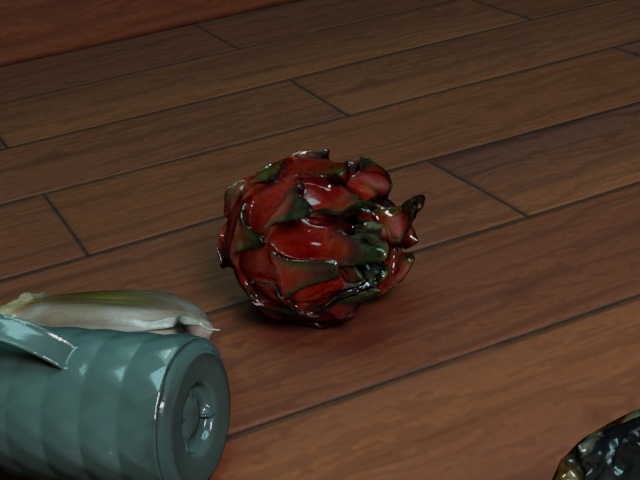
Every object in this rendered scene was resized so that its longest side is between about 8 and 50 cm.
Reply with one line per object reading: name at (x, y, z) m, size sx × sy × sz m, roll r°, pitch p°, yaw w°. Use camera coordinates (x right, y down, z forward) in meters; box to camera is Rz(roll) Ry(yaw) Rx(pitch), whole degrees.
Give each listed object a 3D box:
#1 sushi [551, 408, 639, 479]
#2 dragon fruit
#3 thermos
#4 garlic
sushi at (0.226, 0.216, 0.752) m, size 0.215 × 0.227 × 0.212 m, roll 9°, pitch -9°, yaw -44°
dragon fruit at (0.000, 0.000, 1.349) m, size 0.192 × 0.193 × 0.274 m, roll 12°, pitch 12°, yaw -34°
thermos at (-0.238, 0.138, 1.128) m, size 0.286 × 0.182 × 0.145 m, roll 3°, pitch 46°, yaw 20°
garlic at (-0.171, 0.092, 1.236) m, size 0.266 × 0.129 × 0.148 m, roll -9°, pitch 14°, yaw 29°
